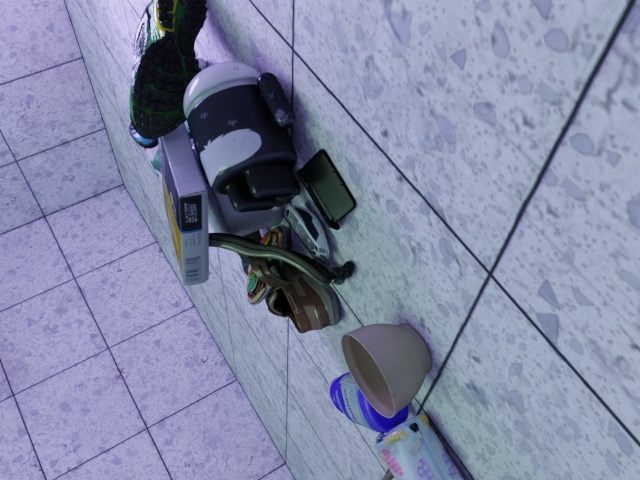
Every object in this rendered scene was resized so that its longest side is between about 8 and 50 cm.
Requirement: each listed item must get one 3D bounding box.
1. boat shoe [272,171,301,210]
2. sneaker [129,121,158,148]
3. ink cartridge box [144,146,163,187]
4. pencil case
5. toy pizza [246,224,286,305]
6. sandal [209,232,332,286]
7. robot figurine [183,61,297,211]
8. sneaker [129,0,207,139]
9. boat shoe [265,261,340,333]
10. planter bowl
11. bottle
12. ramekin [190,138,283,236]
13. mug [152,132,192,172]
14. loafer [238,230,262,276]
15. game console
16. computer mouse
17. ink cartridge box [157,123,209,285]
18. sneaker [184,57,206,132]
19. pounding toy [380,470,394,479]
[{"bbox_3d":[-0.109,-0.180,1.315,0.079,0.084,0.233,-33,74,33],"label":"boat shoe"},{"bbox_3d":[-0.396,-0.305,1.700,0.340,0.125,0.139,-87,-26,-61],"label":"sneaker"},{"bbox_3d":[-0.446,-0.259,1.951,0.231,0.134,0.078,66,161,-5],"label":"ink cartridge box"},{"bbox_3d":[0.218,0.458,1.198,0.273,0.114,0.124,58,140,16],"label":"pencil case"},{"bbox_3d":[-0.137,0.055,1.524,0.201,0.032,0.201,-51,27,38],"label":"toy pizza"},{"bbox_3d":[-0.112,0.051,1.387,0.303,0.086,0.120,15,179,22],"label":"sandal"},{"bbox_3d":[-0.145,-0.193,1.197,0.173,0.209,0.278,60,-172,-78],"label":"robot figurine"},{"bbox_3d":[-0.315,-0.353,1.302,0.146,0.134,0.343,-21,55,51],"label":"sneaker"},{"bbox_3d":[-0.078,0.115,1.509,0.324,0.117,0.123,33,144,56],"label":"boat shoe"},{"bbox_3d":[0.124,0.210,1.127,0.162,0.109,0.162,50,156,32],"label":"planter bowl"},{"bbox_3d":[0.089,0.339,1.400,0.118,0.092,0.283,69,161,-1],"label":"bottle"},{"bbox_3d":[-0.214,-0.136,1.515,0.277,0.135,0.277,52,158,32],"label":"ramekin"},{"bbox_3d":[-0.351,-0.202,1.626,0.097,0.157,0.129,37,125,0],"label":"mug"},{"bbox_3d":[-0.159,0.035,1.696,0.094,0.087,0.251,20,151,27],"label":"loafer"},{"bbox_3d":[0.018,-0.089,1.168,0.122,0.071,0.107,61,-170,11],"label":"game console"},{"bbox_3d":[0.000,0.000,1.286,0.193,0.042,0.106,55,164,9],"label":"computer mouse"},{"bbox_3d":[-0.303,-0.112,1.385,0.303,0.072,0.307,100,151,-52],"label":"ink cartridge box"},{"bbox_3d":[-0.295,-0.333,1.530,0.256,0.094,0.151,171,79,-80],"label":"sneaker"},{"bbox_3d":[0.202,0.617,1.408,0.110,0.183,0.236,-41,71,44],"label":"pounding toy"}]
